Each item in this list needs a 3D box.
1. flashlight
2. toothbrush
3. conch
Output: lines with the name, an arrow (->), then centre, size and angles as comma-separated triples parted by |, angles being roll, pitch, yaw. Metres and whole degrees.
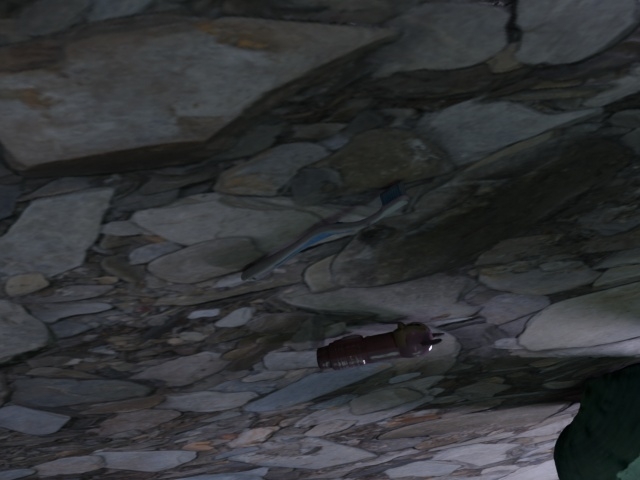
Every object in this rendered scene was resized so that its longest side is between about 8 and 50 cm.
flashlight -> 0.050, 0.088, 1.130 | 0.110, 0.031, 0.052 | -11, -175, 10
toothbrush -> 0.000, 0.000, 0.885 | 0.014, 0.017, 0.162 | 9, 151, -43
conch -> 0.360, 0.232, 1.523 | 0.196, 0.134, 0.202 | -22, 156, 30
